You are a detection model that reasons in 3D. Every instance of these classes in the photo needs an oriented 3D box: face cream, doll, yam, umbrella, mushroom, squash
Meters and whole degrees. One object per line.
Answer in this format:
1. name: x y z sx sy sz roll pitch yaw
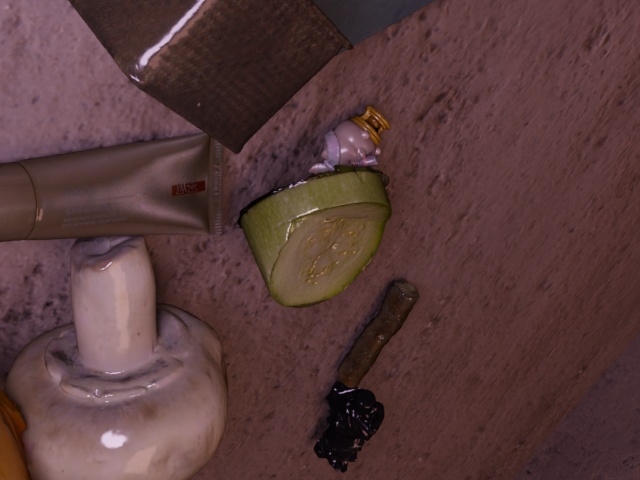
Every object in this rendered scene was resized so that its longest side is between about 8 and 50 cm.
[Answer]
1. face cream: -0.244 -0.055 1.220 0.341 0.084 0.137 -9 104 -45
2. doll: 0.044 -0.121 1.462 0.127 0.084 0.073 -47 150 -2
3. yam: 0.102 0.178 1.976 0.061 0.061 0.253 -7 138 -45
4. umbrella: 0.057 0.367 2.127 0.110 0.122 0.272 -5 149 -14
5. mushroom: -0.264 0.151 1.341 0.314 0.314 0.336 -20 120 -32
6. squash: 0.005 -0.014 1.461 0.220 0.133 0.220 -18 159 -7

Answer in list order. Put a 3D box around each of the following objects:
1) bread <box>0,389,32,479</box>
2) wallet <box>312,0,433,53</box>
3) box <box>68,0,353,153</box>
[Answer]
1. bread: -0.521 0.236 1.137 0.361 0.250 0.394 -22 157 15
2. wallet: 0.084 -0.355 1.216 0.290 0.054 0.251 -30 146 -7
3. box: -0.127 -0.227 0.916 0.143 0.273 0.184 -45 150 8
